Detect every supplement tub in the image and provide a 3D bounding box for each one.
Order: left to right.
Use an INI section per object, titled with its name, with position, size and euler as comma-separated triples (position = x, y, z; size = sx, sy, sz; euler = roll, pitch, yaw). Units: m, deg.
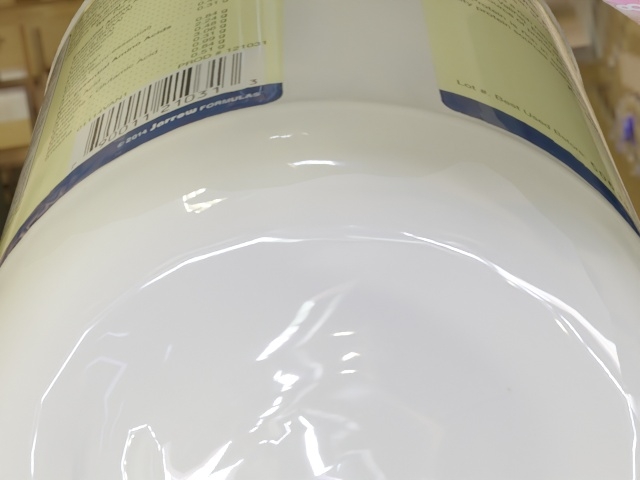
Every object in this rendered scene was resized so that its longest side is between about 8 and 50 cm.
[supplement tub]
position = 0.000, 0.000, 0.634
size = 0.325, 0.235, 0.235
euler = -92, -2, -61

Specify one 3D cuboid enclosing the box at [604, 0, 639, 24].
[box]
position = 0.277, -0.147, 0.826
size = 0.300, 0.142, 0.154
euler = 18, -105, -50
